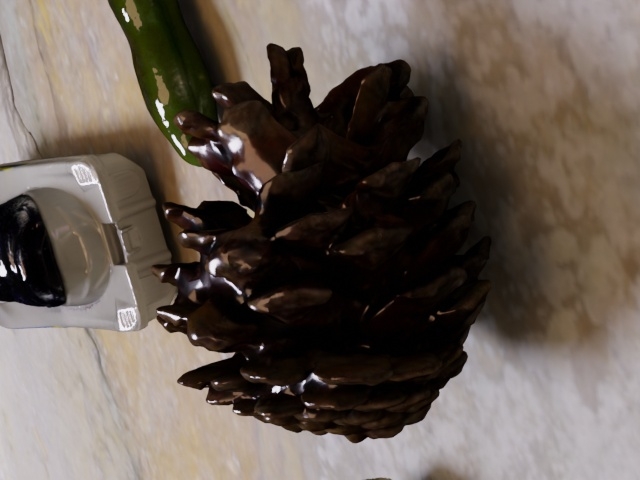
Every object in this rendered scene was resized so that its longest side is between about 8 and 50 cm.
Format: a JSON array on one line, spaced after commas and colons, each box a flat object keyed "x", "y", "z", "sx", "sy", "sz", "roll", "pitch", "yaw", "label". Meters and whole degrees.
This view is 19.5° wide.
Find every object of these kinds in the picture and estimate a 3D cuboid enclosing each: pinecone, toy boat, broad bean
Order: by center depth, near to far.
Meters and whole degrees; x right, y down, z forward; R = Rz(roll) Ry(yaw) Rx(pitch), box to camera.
[{"x": 0.004, "y": 0.003, "z": 0.988, "sx": 0.184, "sy": 0.179, "sz": 0.204, "roll": 13, "pitch": 102, "yaw": 31, "label": "pinecone"}, {"x": -0.119, "y": -0.159, "z": 1.209, "sx": 0.254, "sy": 0.046, "sz": 0.065, "roll": 65, "pitch": 156, "yaw": 12, "label": "broad bean"}, {"x": -0.219, "y": 0.010, "z": 1.390, "sx": 0.269, "sy": 0.141, "sz": 0.141, "roll": -7, "pitch": 101, "yaw": 45, "label": "toy boat"}]

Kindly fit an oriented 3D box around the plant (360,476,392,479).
[{"x": 0.031, "y": 0.209, "z": 1.109, "sx": 0.116, "sy": 0.122, "sz": 0.104, "roll": 40, "pitch": 142, "yaw": 26, "label": "plant"}]
